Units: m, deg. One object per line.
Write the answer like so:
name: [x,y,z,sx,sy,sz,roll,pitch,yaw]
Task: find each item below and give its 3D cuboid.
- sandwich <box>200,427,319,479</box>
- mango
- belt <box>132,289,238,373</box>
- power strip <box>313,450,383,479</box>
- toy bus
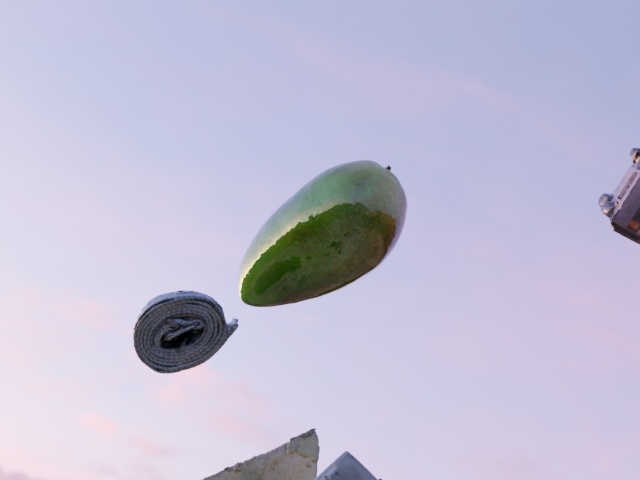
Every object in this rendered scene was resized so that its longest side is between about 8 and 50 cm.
sandwich: [-0.052,0.322,1.080,0.193,0.162,0.058,-19,-22,-34]
mango: [0.000,0.000,1.829,0.382,0.225,0.201,-37,-37,7]
belt: [-0.246,0.158,1.674,0.147,0.163,0.082,44,-2,-11]
power strip: [0.015,0.219,0.729,0.029,0.080,0.227,-46,-11,15]
toy bus: [0.476,-0.055,1.345,0.138,0.112,0.317,32,17,11]
